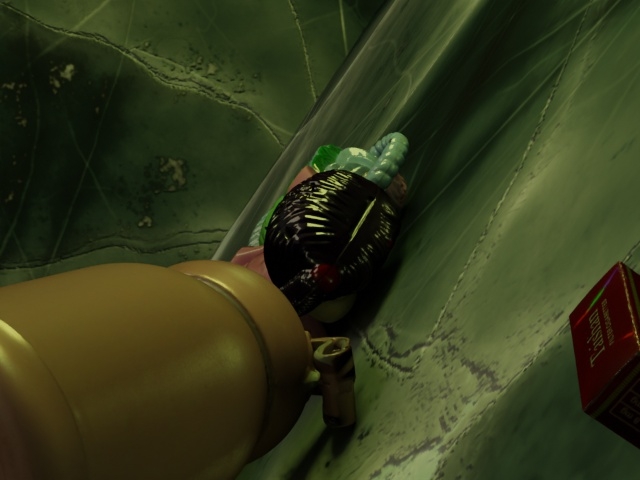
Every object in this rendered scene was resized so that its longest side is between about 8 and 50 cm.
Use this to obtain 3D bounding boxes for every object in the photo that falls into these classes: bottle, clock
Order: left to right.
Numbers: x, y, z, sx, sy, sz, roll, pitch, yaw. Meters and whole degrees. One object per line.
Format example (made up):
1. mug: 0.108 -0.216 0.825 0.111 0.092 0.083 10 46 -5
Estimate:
1. bottle: -0.114 0.102 0.798 0.297 0.206 0.173 -14 -77 -59
2. clock: 0.000 0.000 1.056 0.195 0.100 0.194 -43 14 54

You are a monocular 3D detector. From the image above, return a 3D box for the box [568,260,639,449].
1. box: 0.102 0.044 0.335 0.023 0.082 0.051 -52 9 23
